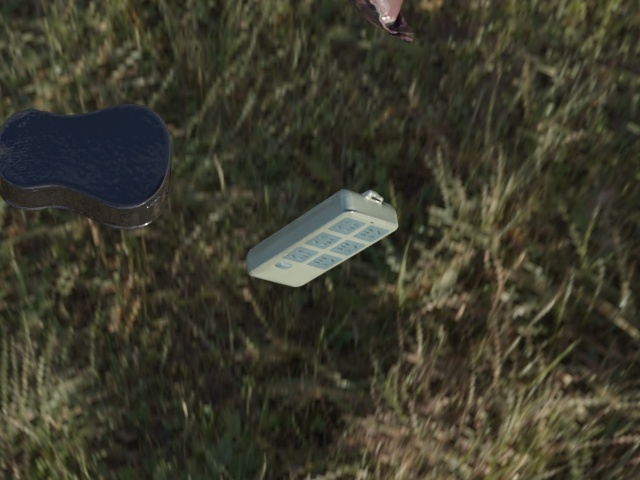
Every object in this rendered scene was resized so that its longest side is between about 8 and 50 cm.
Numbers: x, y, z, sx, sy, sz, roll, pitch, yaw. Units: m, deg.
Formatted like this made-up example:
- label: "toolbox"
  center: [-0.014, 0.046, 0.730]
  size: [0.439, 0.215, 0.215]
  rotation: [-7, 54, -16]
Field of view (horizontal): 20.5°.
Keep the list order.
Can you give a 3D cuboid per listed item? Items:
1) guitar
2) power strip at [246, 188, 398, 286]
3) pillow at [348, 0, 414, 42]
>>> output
- label: "guitar"
  center: [-0.237, -0.057, 1.206]
  size: [0.271, 0.038, 0.084]
  rotation: [3, 62, -1]
- label: "power strip"
  center: [0.000, 0.000, 0.944]
  size: [0.040, 0.090, 0.016]
  rotation: [17, 53, -41]
- label: "pillow"
  center: [-0.007, -0.192, 1.018]
  size: [0.043, 0.185, 0.118]
  rotation: [-36, 33, 21]
